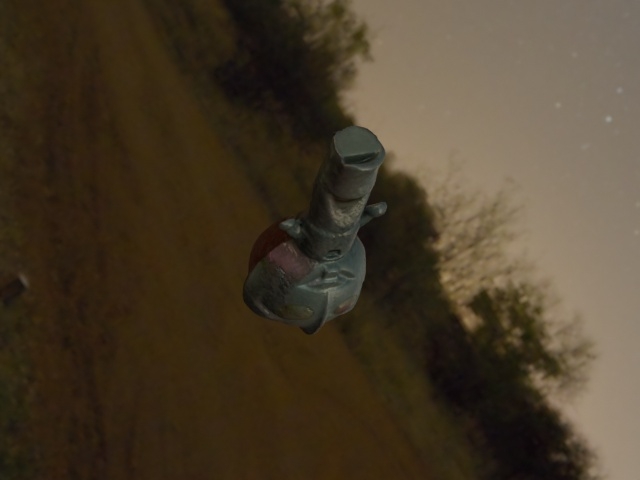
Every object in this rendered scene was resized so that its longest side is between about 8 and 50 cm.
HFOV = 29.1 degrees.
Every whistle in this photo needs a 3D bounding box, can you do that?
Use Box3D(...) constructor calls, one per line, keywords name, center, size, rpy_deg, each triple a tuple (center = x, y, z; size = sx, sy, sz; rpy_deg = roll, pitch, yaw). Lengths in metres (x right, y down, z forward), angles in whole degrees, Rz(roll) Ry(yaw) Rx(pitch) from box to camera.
Box3D(name="whistle", center=(-0.001, -0.001, 1.416), size=(0.346, 0.142, 0.133), rpy_deg=(111, -11, -51))
